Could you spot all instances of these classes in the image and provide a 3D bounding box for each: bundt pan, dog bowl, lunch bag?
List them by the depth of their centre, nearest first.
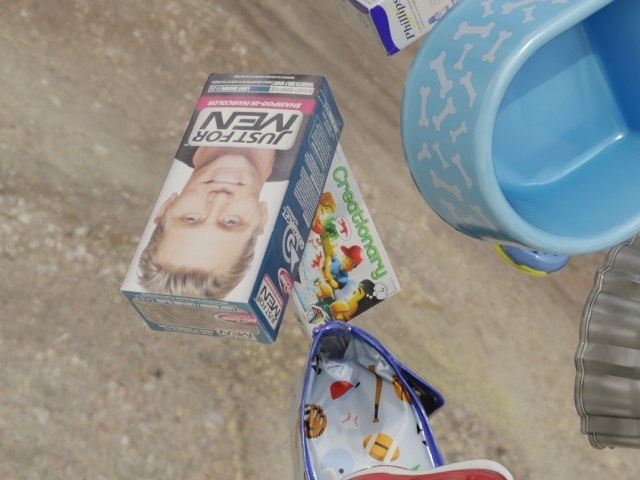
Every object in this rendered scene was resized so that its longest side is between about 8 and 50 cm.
[{"bbox_3d":[0.190,-0.101,0.610,0.166,0.297,0.074,60,-5,-25],"label":"dog bowl"},{"bbox_3d":[0.494,0.159,1.560,0.124,0.330,0.331,10,3,37],"label":"bundt pan"},{"bbox_3d":[0.068,0.327,1.600,0.328,0.239,0.385,102,-30,-72],"label":"lunch bag"}]

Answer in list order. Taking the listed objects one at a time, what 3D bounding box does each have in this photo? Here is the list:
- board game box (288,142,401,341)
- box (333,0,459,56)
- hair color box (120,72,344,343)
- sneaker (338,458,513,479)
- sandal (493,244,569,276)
[{"bbox_3d":[0.000,0.000,1.870,0.305,0.193,0.053,66,-17,-18],"label":"board game box"},{"bbox_3d":[0.096,-0.302,1.272,0.126,0.137,0.072,49,-9,51],"label":"box"},{"bbox_3d":[-0.102,-0.051,1.353,0.174,0.347,0.105,4,-32,21],"label":"hair color box"},{"bbox_3d":[0.078,0.262,1.022,0.128,0.221,0.087,13,59,-82],"label":"sneaker"},{"bbox_3d":[0.288,-0.109,1.333,0.126,0.317,0.138,14,-24,-7],"label":"sandal"}]
